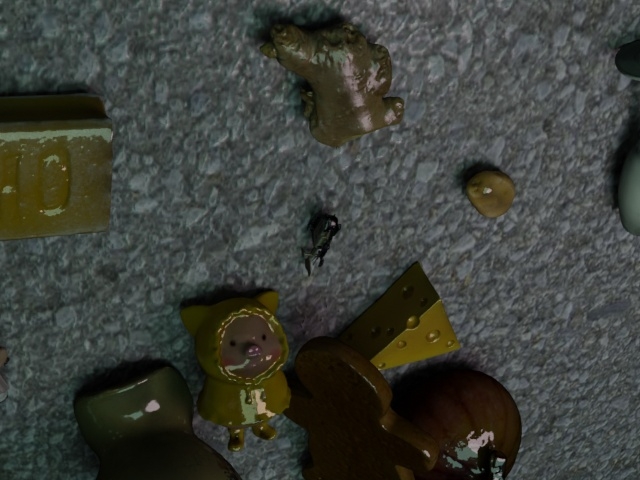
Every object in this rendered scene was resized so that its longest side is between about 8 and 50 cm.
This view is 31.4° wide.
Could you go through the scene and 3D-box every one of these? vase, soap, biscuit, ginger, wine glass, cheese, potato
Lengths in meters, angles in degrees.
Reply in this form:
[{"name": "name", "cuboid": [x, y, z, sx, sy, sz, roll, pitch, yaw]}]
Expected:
[{"name": "vase", "cuboid": [-0.230, 0.386, 1.692, 0.241, 0.302, 0.329, -21, 150, -6]}, {"name": "soap", "cuboid": [-0.389, -0.082, 1.348, 0.274, 0.089, 0.173, -6, 127, -20]}, {"name": "biscuit", "cuboid": [0.063, 0.287, 1.743, 0.064, 0.283, 0.432, -52, 144, -34]}, {"name": "ginger", "cuboid": [0.023, -0.210, 1.435, 0.137, 0.074, 0.213, -31, 126, 3]}, {"name": "wine glass", "cuboid": [0.566, -0.156, 1.662, 0.264, 0.096, 0.309, -11, 132, 4]}, {"name": "cheese", "cuboid": [0.108, 0.138, 1.732, 0.171, 0.093, 0.126, -27, 133, 1]}, {"name": "potato", "cuboid": [0.245, -0.070, 1.646, 0.083, 0.062, 0.068, 25, 85, -60]}]

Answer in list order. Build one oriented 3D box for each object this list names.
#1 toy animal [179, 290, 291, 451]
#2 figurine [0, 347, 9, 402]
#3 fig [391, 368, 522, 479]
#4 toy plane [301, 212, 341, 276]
[{"name": "toy animal", "cuboid": [-0.113, 0.189, 1.643, 0.156, 0.156, 0.229, -9, 108, -17]}, {"name": "figurine", "cuboid": [-0.478, 0.160, 1.494, 0.137, 0.112, 0.229, -27, 142, -8]}, {"name": "fig", "cuboid": [0.221, 0.328, 1.867, 0.235, 0.214, 0.235, -13, 155, -6]}, {"name": "toy plane", "cuboid": [0.000, 0.000, 1.607, 0.031, 0.049, 0.120, 3, 142, -25]}]
